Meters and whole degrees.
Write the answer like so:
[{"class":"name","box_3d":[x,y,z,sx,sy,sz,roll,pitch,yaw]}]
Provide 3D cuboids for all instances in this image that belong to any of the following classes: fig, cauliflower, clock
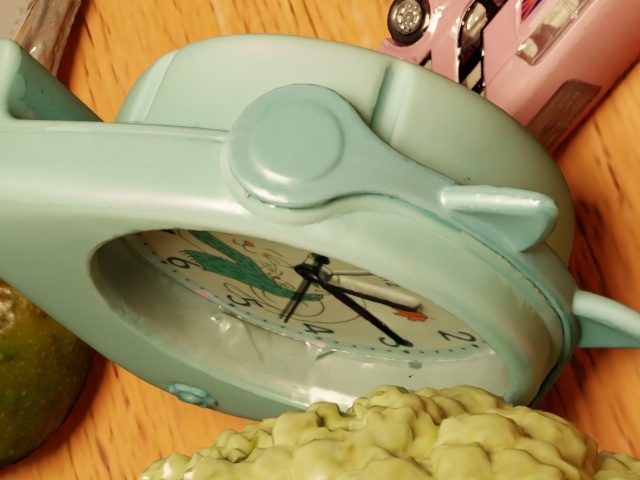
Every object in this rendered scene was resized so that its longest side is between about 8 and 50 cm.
[{"class":"fig","box_3d":[-0.182,0.077,1.024,0.117,0.117,0.177,48,126,32]},{"class":"cauliflower","box_3d":[0.053,0.190,0.736,0.327,0.260,0.281,-113,21,-53]},{"class":"clock","box_3d":[0.000,0.000,0.808,0.274,0.223,0.094,0,62,32]}]

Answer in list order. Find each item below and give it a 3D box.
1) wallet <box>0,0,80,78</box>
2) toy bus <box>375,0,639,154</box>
[{"class":"wallet","box_3d":[-0.216,-0.143,1.086,0.231,0.069,0.170,15,78,36]},{"class":"toy bus","box_3d":[0.101,-0.112,0.822,0.203,0.063,0.090,-50,58,24]}]
